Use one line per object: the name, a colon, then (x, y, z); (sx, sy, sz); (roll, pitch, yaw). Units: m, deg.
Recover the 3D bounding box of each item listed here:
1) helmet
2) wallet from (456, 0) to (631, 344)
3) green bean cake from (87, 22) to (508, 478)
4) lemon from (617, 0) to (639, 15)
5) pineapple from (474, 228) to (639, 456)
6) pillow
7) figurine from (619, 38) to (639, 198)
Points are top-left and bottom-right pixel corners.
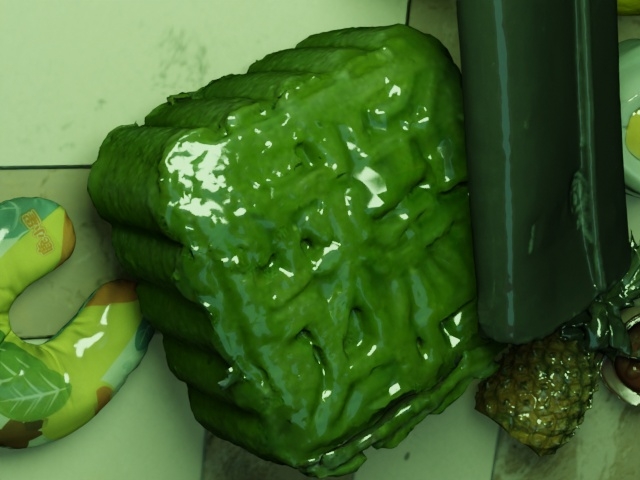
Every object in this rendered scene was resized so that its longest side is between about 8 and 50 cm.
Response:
helmet: (0.353, 0.125, 1.677); (0.111, 0.057, 0.089); (-42, 84, 4)
wallet: (0.188, -0.136, 1.276); (0.228, 0.062, 0.406); (-27, 118, -48)
green bean cake: (0.000, 0.000, 1.341); (0.335, 0.218, 0.319); (-34, 111, -27)
lemon: (0.276, -0.292, 1.410); (0.178, 0.178, 0.203); (38, 90, -30)
pineapple: (0.266, 0.099, 1.608); (0.125, 0.125, 0.251); (41, 87, -30)
pillow: (-0.271, 0.077, 1.397); (0.214, 0.086, 0.233); (-48, 118, -11)
figurine: (0.360, -0.112, 1.544); (0.236, 0.133, 0.176); (0, 108, -26)
